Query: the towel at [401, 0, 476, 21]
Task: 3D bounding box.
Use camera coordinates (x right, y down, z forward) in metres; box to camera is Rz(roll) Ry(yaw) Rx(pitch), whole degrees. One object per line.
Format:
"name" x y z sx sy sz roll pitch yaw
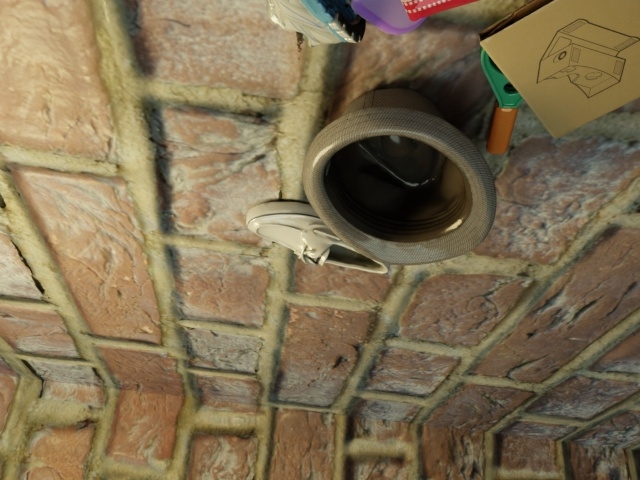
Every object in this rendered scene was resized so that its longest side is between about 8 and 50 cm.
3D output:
"towel" 0.122 -0.323 0.563 0.199 0.031 0.275 -9 138 25

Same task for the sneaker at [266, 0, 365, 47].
"sneaker" -0.035 -0.262 0.702 0.083 0.071 0.190 -9 148 34

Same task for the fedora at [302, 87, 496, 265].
"fedora" 0.107 -0.098 0.904 0.243 0.124 0.275 -17 135 30

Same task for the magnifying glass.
"magnifying glass" 0.235 -0.185 0.831 0.092 0.026 0.231 2 151 6

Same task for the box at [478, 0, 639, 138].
"box" 0.295 -0.207 0.751 0.164 0.021 0.201 -28 140 28

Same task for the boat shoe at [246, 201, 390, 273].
"boat shoe" 0.000 0.000 1.134 0.258 0.084 0.095 9 151 -5

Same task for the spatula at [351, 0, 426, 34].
"spatula" 0.154 -0.297 0.642 0.084 0.030 0.296 25 145 -32
